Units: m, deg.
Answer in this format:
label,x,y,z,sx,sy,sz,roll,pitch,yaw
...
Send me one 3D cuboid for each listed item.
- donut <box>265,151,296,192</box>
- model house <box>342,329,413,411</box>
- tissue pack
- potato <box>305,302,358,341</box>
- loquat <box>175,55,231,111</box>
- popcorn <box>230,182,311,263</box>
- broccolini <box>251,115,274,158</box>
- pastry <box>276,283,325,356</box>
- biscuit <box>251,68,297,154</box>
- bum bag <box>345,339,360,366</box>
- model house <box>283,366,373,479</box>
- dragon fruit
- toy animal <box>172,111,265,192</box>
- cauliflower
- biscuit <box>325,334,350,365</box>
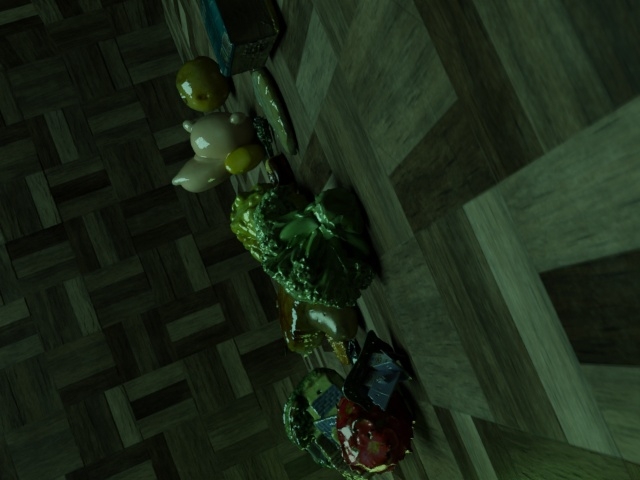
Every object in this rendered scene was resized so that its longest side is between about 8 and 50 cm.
label,x,y,z,sx,sy,sz,roll,pitch,yaw
donut,-0.122,-0.198,1.866,0.140,0.059,0.141,159,90,-76
model house,0.139,0.302,1.371,0.088,0.167,0.117,-1,142,50
tissue pack,-0.188,-0.506,1.390,0.271,0.133,0.192,-175,65,-78
potato,0.039,0.207,1.698,0.176,0.137,0.137,34,151,32
loquat,-0.432,-0.584,2.279,0.213,0.213,0.213,158,90,-79
popcorn,-0.127,-0.042,1.742,0.250,0.241,0.235,12,84,67
broccolini,-0.154,-0.280,1.904,0.051,0.054,0.239,20,142,40
pastry,-0.069,0.212,2.041,0.329,0.136,0.330,175,90,-75
biscuit,-0.133,-0.371,1.630,0.141,0.038,0.290,91,155,-62
bum bag,0.121,0.395,1.836,0.087,0.049,0.198,101,147,-61
model house,0.061,0.576,1.794,0.321,0.261,0.266,49,171,-19
dragon fruit,0.130,0.450,1.511,0.268,0.210,0.205,-120,37,-66
toy animal,-0.362,-0.337,2.125,0.247,0.345,0.278,61,-155,-19
cauliflower,0.000,0.000,1.311,0.250,0.275,0.272,-54,32,38
biscuit,0.043,0.315,2.092,0.254,0.035,0.254,158,90,-78
